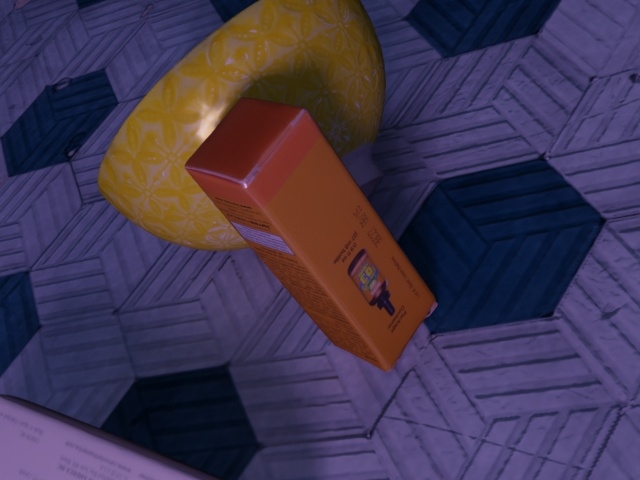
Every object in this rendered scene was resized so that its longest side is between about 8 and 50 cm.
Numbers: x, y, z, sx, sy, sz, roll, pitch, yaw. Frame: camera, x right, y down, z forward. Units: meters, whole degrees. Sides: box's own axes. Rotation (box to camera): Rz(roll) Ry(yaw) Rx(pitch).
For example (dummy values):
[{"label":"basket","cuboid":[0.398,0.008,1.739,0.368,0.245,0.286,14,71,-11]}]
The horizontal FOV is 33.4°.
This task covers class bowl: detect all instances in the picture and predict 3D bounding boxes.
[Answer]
[{"label":"bowl","cuboid":[-0.036,-0.078,0.948,0.289,0.289,0.156,-40,82,-6]}]

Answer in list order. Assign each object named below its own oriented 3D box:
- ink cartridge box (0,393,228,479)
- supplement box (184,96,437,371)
[{"label":"ink cartridge box","cuboid":[-0.206,0.331,0.777,0.308,0.091,0.385,11,74,40]},{"label":"supplement box","cuboid":[0.000,0.000,0.812,0.080,0.233,0.078,15,61,47]}]
